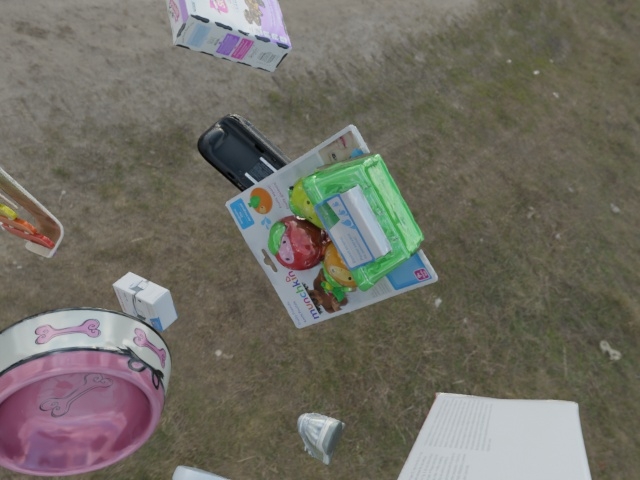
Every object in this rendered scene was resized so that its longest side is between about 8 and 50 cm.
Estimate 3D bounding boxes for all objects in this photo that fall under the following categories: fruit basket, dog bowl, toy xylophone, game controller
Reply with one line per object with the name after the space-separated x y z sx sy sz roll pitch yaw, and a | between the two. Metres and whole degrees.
0.000 0.000 0.897 0.326 0.353 0.165 61 28 -7 | fruit basket
-0.534 0.348 1.005 0.409 0.407 0.150 7 29 -28 | dog bowl
-0.748 -0.091 1.062 0.081 0.236 0.322 -59 138 -27 | toy xylophone
-0.136 -0.163 1.092 0.319 0.067 0.166 41 57 -10 | game controller

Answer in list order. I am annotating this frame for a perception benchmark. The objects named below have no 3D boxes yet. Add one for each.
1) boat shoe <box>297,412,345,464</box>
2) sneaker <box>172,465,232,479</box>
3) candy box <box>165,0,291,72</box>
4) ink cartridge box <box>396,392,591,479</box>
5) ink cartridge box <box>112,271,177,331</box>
0.000 0.543 1.276 0.103 0.320 0.118 21 66 15 | boat shoe
-0.162 0.474 0.798 0.258 0.094 0.091 46 51 -31 | sneaker
-0.165 -0.402 0.802 0.196 0.070 0.164 -1 68 -39 | candy box
0.121 0.292 0.298 0.309 0.130 0.271 -11 95 -65 | ink cartridge box
-0.595 0.207 1.558 0.191 0.139 0.082 18 42 23 | ink cartridge box
